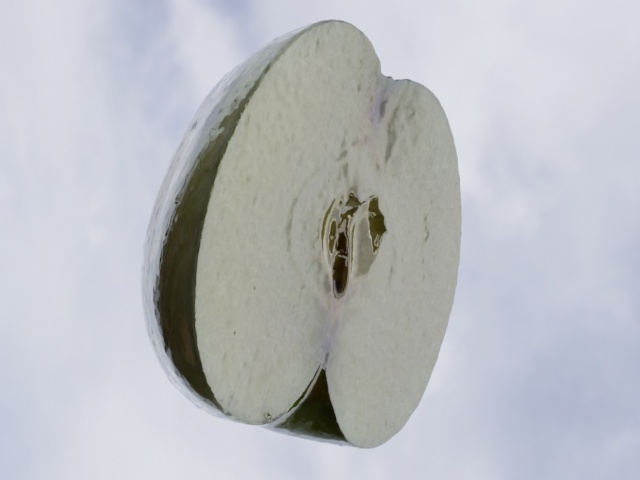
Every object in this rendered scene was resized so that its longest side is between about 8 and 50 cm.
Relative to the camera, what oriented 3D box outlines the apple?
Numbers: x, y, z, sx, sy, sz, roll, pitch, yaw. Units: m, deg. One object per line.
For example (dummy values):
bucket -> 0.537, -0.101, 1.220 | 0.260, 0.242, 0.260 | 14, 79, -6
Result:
apple -> 0.000, 0.000, 1.241 | 0.320, 0.312, 0.360 | 134, -31, -78
